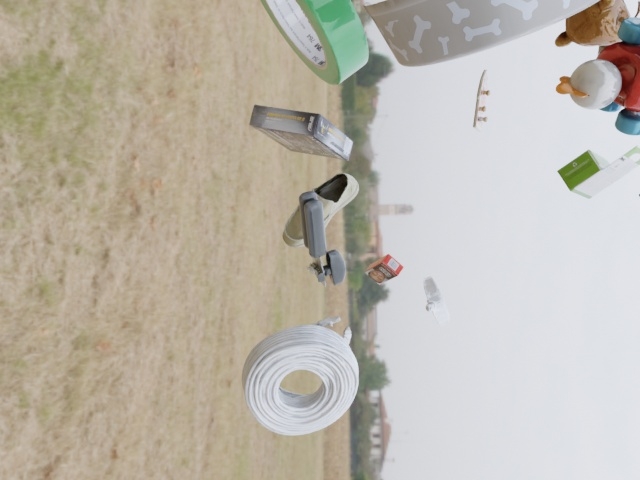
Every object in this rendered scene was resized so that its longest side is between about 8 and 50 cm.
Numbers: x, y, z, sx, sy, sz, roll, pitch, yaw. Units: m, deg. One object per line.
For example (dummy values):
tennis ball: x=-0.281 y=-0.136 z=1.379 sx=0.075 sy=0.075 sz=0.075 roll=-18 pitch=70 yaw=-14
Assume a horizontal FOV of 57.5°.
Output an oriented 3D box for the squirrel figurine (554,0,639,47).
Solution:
squirrel figurine: x=0.701 y=-0.707 z=1.590 sx=0.281 sy=0.397 sz=0.370 roll=-33 pitch=-147 yaw=58

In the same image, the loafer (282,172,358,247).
loafer: x=-0.008 y=-0.095 z=1.603 sx=0.268 sy=0.102 sz=0.092 roll=-47 pitch=155 yaw=-10

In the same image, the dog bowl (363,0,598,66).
dog bowl: x=0.239 y=-0.349 z=0.812 sx=0.348 sy=0.349 sz=0.102 roll=-83 pitch=152 yaw=-65

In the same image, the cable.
cable: x=-0.041 y=0.307 z=1.274 sx=0.089 sy=0.257 sz=0.257 roll=-113 pitch=-167 yaw=-66

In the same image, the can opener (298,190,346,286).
can opener: x=0.000 y=0.000 z=1.433 sx=0.074 sy=0.093 sz=0.280 roll=-124 pitch=-163 yaw=-46

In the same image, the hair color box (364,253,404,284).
hair color box: x=0.213 y=0.098 z=1.957 sx=0.043 sy=0.072 sz=0.141 roll=-52 pitch=-176 yaw=-25

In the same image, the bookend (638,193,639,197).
bookend: x=0.843 y=-0.134 z=1.426 sx=0.072 sy=0.157 sz=0.156 roll=39 pitch=16 yaw=-36

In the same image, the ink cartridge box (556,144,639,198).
ink cartridge box: x=1.002 y=-0.268 z=2.056 sx=0.189 sy=0.255 sz=0.097 roll=8 pitch=50 yaw=-46

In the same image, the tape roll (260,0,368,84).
tape roll: x=-0.031 y=-0.469 z=1.182 sx=0.321 sy=0.077 sz=0.321 roll=52 pitch=-3 yaw=4

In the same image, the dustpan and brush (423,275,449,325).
dustpan and brush: x=0.315 y=0.175 z=1.619 sx=0.211 sy=0.060 sz=0.147 roll=29 pitch=41 yaw=-83

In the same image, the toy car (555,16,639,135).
toy car: x=0.657 y=-0.378 z=1.364 sx=0.210 sy=0.238 sz=0.219 roll=-103 pitch=-170 yaw=-46

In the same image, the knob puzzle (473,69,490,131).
knob puzzle: x=0.534 y=-0.457 z=1.900 sx=0.213 sy=0.030 sz=0.213 roll=9 pitch=90 yaw=-69

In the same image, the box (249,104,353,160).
box: x=-0.042 y=-0.269 z=1.473 sx=0.231 sy=0.183 sz=0.056 roll=19 pitch=85 yaw=-65

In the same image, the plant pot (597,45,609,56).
plant pot: x=0.995 y=-0.611 z=1.938 sx=0.165 sy=0.167 sz=0.167 roll=58 pitch=28 yaw=-51
